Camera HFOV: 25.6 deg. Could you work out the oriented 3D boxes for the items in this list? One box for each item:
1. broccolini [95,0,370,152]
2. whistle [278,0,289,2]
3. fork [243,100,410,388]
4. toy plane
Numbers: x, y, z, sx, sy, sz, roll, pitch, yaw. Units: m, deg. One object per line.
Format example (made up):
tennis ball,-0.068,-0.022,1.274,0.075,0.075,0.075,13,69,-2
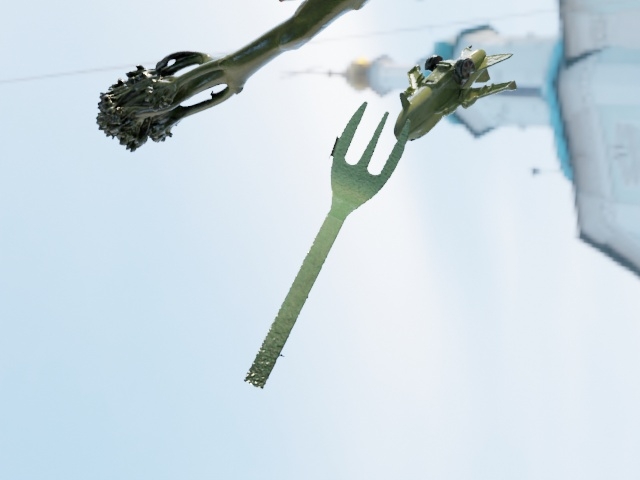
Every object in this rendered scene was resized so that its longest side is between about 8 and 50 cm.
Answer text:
broccolini,-0.078,-0.173,1.274,0.079,0.392,0.074,50,-135,-14
whistle,-0.003,-0.226,0.996,0.253,0.106,0.102,-15,-98,-8
fork,0.000,0.001,0.746,0.235,0.039,0.021,-63,-7,-47
toy plane,0.089,-0.110,1.025,0.111,0.102,0.040,-38,-60,-28
